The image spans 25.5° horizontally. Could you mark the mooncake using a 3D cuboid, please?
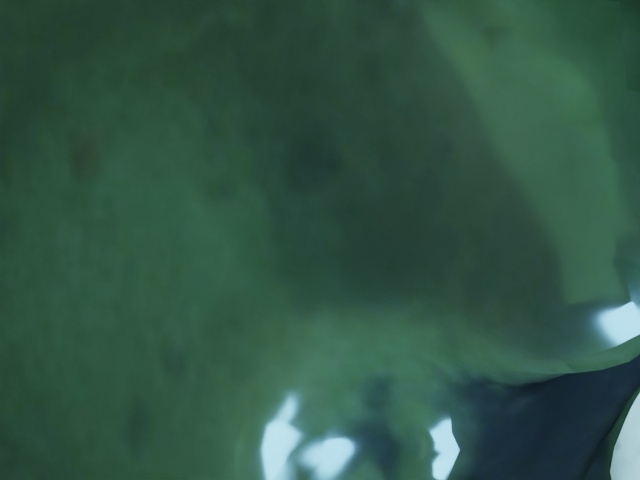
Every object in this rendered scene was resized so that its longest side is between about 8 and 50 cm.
[{"bbox_3d":[0.000,0.000,0.510,0.351,0.187,0.351,4,97,40],"label":"mooncake"}]
